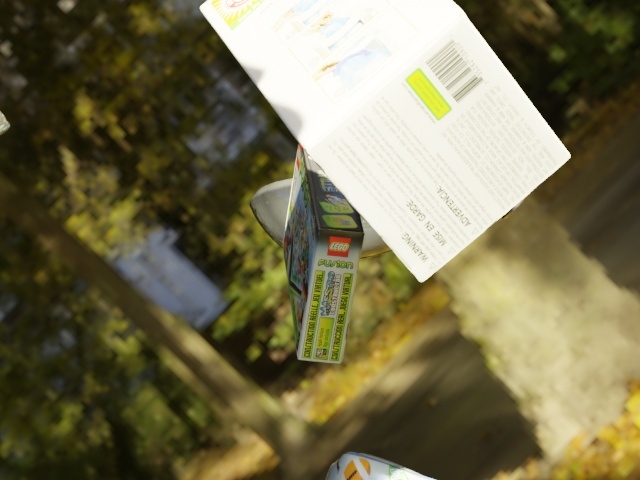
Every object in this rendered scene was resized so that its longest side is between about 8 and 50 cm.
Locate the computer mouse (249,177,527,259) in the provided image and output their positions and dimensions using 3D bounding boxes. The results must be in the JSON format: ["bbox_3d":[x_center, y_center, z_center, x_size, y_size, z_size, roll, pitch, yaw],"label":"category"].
[{"bbox_3d":[0.064,-0.017,1.682,0.272,0.072,0.188,0,-14,-18],"label":"computer mouse"}]

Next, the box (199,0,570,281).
[{"bbox_3d":[0.029,-0.089,0.916,0.103,0.114,0.203,-40,34,3],"label":"box"}]

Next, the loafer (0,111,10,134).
[{"bbox_3d":[-0.354,-0.090,1.470,0.170,0.061,0.062,-22,3,-29],"label":"loafer"}]

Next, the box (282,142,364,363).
[{"bbox_3d":[0.000,0.000,1.355,0.207,0.036,0.114,-101,18,-65],"label":"box"}]

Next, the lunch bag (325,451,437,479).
[{"bbox_3d":[0.131,0.283,1.549,0.243,0.303,0.115,112,175,-80],"label":"lunch bag"}]
